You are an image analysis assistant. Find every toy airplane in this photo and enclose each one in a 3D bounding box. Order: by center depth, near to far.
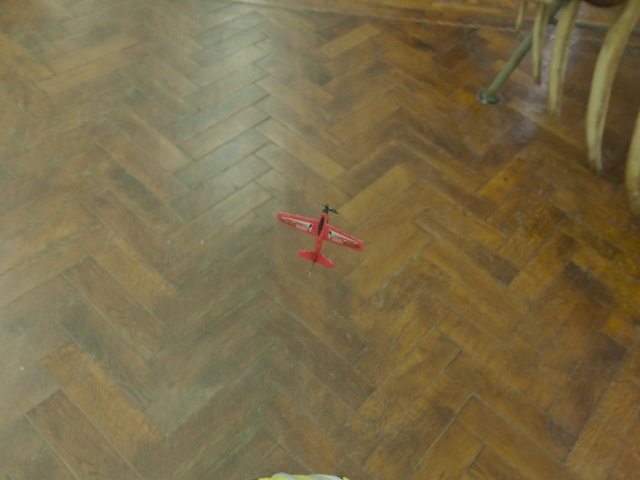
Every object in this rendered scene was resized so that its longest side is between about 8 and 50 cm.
[{"bbox_3d":[0.000,0.000,0.981,0.151,0.151,0.028,22,40,7],"label":"toy airplane"}]

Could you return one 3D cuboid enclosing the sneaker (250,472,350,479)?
[{"bbox_3d":[0.018,0.376,0.582,0.147,0.145,0.384,20,6,-29],"label":"sneaker"}]
